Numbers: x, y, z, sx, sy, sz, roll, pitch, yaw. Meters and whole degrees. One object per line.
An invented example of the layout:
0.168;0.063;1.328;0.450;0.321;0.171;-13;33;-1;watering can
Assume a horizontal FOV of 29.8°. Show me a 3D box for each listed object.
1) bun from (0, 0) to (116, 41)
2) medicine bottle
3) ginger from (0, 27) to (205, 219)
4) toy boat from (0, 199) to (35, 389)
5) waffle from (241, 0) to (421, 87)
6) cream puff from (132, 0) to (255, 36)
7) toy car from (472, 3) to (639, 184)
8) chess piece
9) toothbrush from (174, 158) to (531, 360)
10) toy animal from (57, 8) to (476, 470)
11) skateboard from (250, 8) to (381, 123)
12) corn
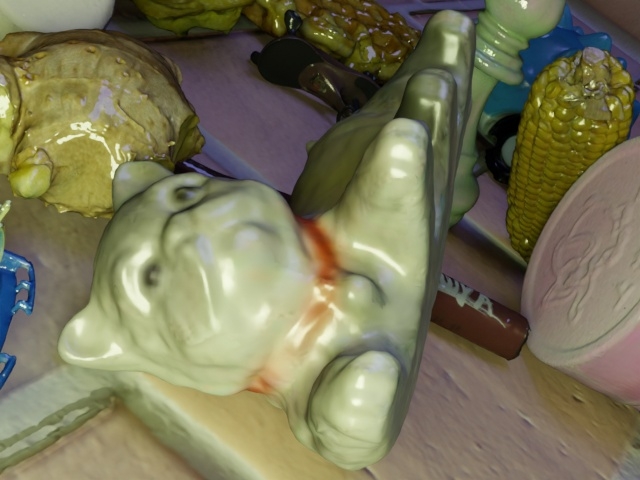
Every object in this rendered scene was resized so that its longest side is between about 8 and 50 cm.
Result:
-0.226;-0.191;0.888;0.138;0.094;0.138;24;58;-45;bun
0.351;0.076;0.986;0.326;0.212;0.212;27;23;-19;medicine bottle
-0.149;-0.076;0.742;0.157;0.102;0.216;24;24;-7;ginger
-0.163;0.022;0.516;0.091;0.110;0.175;26;26;-20;toy boat
-0.016;-0.273;1.368;0.302;0.068;0.325;40;25;14;waffle
-0.111;-0.308;1.135;0.282;0.282;0.185;55;-3;40;cream puff
0.250;-0.174;1.380;0.189;0.190;0.255;0;39;-52;toy car
0.135;-0.150;1.058;0.139;0.271;0.139;28;22;-13;chess piece
0.001;-0.001;0.881;0.364;0.041;0.041;27;24;-17;toothbrush
-0.010;-0.018;0.701;0.188;0.307;0.266;3;-20;16;toy animal
0.007;-0.150;1.169;0.151;0.067;0.080;30;32;-22;skateboard
0.219;-0.070;1.076;0.097;0.261;0.097;1;52;-1;corn
